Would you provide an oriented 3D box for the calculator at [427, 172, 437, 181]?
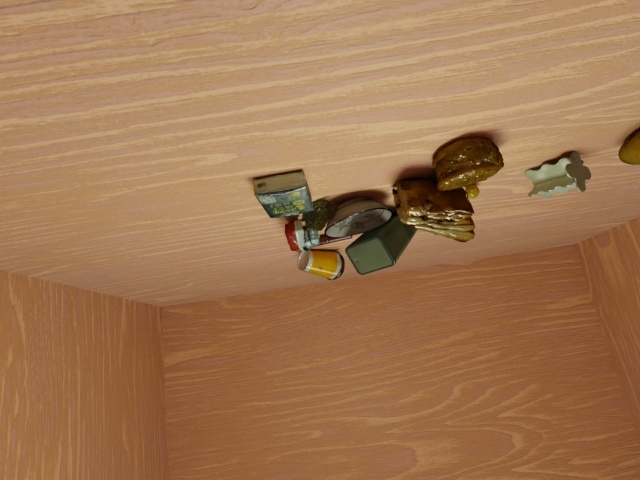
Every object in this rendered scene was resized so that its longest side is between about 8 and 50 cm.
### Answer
[{"bbox_3d":[0.462,-0.248,1.646,0.057,0.018,0.172,0,164,-22],"label":"calculator"}]

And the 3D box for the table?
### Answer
[{"bbox_3d":[0.975,-0.257,1.665,0.166,0.166,0.198,0,171,-28],"label":"table"}]

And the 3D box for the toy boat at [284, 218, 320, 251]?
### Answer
[{"bbox_3d":[-0.080,-0.023,1.917,0.133,0.145,0.332,-10,171,6],"label":"toy boat"}]

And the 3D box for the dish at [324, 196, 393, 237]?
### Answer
[{"bbox_3d":[0.157,-0.116,1.775,0.316,0.106,0.316,-14,165,-4],"label":"dish"}]

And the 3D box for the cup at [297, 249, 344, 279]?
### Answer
[{"bbox_3d":[0.005,0.144,2.542,0.279,0.196,0.196,12,156,-32],"label":"cup"}]

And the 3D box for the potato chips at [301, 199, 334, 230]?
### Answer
[{"bbox_3d":[-0.010,-0.103,1.713,0.209,0.142,0.026,7,-155,42],"label":"potato chips"}]

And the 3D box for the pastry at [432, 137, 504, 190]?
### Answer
[{"bbox_3d":[0.517,-0.272,1.411,0.235,0.132,0.240,-14,173,-15],"label":"pastry"}]

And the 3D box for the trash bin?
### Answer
[{"bbox_3d":[0.309,0.001,1.925,0.223,0.158,0.343,-24,-170,43],"label":"trash bin"}]

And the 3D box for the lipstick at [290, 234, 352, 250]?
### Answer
[{"bbox_3d":[0.000,0.000,2.223,0.356,0.057,0.057,-13,164,16],"label":"lipstick"}]

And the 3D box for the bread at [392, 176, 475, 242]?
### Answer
[{"bbox_3d":[0.457,-0.143,1.576,0.324,0.277,0.167,17,120,-10],"label":"bread"}]

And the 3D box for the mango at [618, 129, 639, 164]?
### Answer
[{"bbox_3d":[1.216,-0.354,1.435,0.176,0.175,0.329,18,178,-12],"label":"mango"}]

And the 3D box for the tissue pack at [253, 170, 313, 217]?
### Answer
[{"bbox_3d":[-0.131,-0.163,1.498,0.185,0.081,0.257,-9,165,3],"label":"tissue pack"}]

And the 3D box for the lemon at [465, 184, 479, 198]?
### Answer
[{"bbox_3d":[0.678,-0.218,1.792,0.062,0.062,0.083,-13,162,16],"label":"lemon"}]
